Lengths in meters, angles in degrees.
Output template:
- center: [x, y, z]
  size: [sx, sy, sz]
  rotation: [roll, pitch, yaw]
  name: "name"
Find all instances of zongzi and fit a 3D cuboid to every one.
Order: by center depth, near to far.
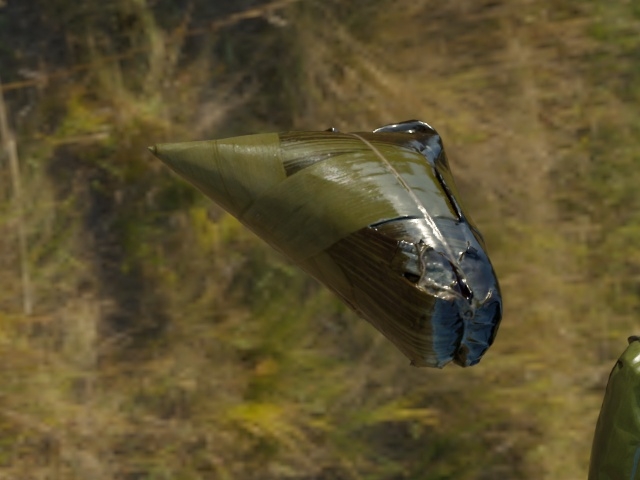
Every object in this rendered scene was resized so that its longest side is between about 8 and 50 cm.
- center: [0.000, 0.000, 1.612]
  size: [0.289, 0.317, 0.154]
  rotation: [-109, -154, -57]
  name: "zongzi"

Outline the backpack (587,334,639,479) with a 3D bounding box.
- center: [0.389, 0.193, 1.673]
  size: [0.253, 0.140, 0.207]
  rotation: [4, 109, -27]
  name: "backpack"
